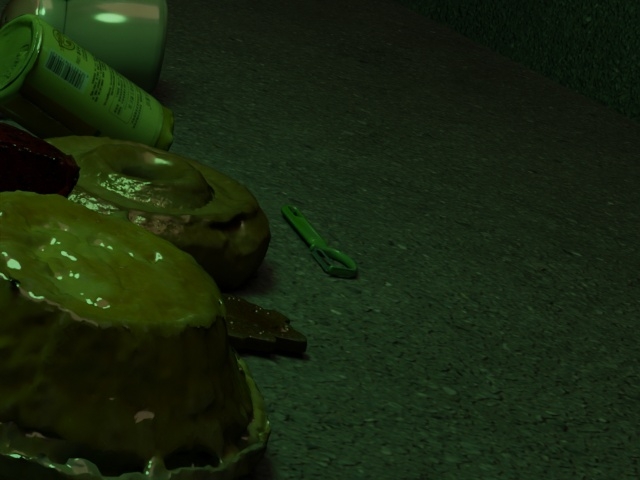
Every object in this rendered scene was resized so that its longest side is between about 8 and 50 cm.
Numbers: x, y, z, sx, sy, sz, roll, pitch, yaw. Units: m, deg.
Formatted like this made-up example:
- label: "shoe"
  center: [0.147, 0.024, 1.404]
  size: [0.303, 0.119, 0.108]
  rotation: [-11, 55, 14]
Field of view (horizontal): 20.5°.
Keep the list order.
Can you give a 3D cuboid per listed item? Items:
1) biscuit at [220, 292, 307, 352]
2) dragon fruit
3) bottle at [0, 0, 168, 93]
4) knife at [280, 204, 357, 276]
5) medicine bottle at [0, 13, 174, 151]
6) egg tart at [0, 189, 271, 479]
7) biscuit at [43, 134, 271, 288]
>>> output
- label: "biscuit"
  center: [-0.081, 0.085, 1.731]
  size: [0.119, 0.019, 0.130]
  rotation: [29, 20, 37]
- label: "dragon fruit"
  center: [-0.317, -0.052, 1.769]
  size: [0.161, 0.121, 0.127]
  rotation: [11, 16, 0]
- label: "bottle"
  center: [-0.344, -0.295, 2.534]
  size: [0.236, 0.148, 0.147]
  rotation: [7, 18, -13]
- label: "knife"
  center: [0.000, -0.001, 2.096]
  size: [0.054, 0.015, 0.212]
  rotation: [9, 18, -23]
- label: "medicine bottle"
  center: [-0.277, -0.154, 2.050]
  size: [0.239, 0.124, 0.124]
  rotation: [36, 1, -37]
- label: "egg tart"
  center: [-0.208, 0.076, 1.415]
  size: [0.387, 0.169, 0.388]
  rotation: [18, 19, -6]
- label: "biscuit"
  center: [-0.195, -0.039, 1.904]
  size: [0.296, 0.102, 0.296]
  rotation: [16, 16, -5]
